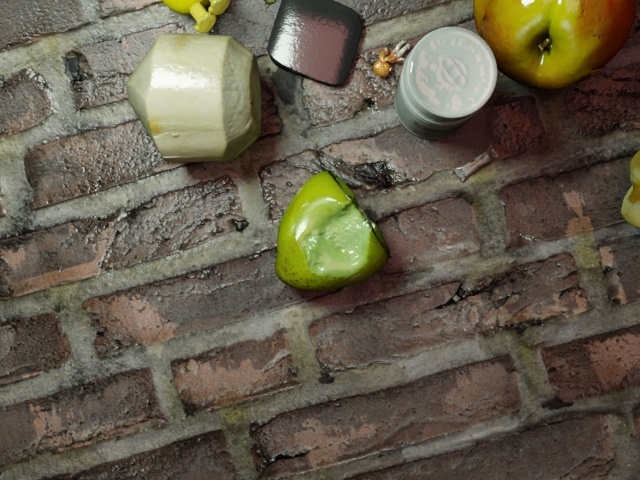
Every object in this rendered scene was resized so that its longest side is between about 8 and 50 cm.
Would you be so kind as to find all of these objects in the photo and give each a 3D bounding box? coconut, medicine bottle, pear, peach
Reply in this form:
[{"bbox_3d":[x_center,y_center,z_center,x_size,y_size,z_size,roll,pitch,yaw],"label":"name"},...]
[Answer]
[{"bbox_3d":[-0.288,-0.324,1.635,0.322,0.323,0.323,0,91,2],"label":"coconut"},{"bbox_3d":[0.266,-0.337,1.584,0.189,0.332,0.190,0,91,2],"label":"medicine bottle"},{"bbox_3d":[0.000,0.000,1.692,0.292,0.159,0.293,0,93,5],"label":"pear"},{"bbox_3d":[0.520,-0.524,1.585,0.369,0.370,0.370,0,91,2],"label":"peach"}]

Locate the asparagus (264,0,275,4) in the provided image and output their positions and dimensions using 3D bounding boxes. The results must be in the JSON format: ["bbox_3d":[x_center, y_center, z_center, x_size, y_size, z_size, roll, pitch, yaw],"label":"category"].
[{"bbox_3d":[-0.148,-0.663,1.743,0.045,0.041,0.179,-21,91,11],"label":"asparagus"}]

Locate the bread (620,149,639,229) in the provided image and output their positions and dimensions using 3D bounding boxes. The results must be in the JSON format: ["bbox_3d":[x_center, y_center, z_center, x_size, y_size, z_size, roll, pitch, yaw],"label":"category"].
[{"bbox_3d":[0.861,-0.108,1.630,0.341,0.210,0.301,35,114,8],"label":"bread"}]

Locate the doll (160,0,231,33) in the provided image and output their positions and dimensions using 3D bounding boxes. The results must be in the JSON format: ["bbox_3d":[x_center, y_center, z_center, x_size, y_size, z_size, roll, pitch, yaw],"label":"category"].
[{"bbox_3d":[-0.322,-0.642,1.670,0.199,0.145,0.363,-42,67,20],"label":"doll"}]

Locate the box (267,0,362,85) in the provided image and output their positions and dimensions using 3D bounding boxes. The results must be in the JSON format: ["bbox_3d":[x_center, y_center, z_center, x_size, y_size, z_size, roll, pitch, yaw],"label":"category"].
[{"bbox_3d":[-0.013,-0.491,1.739,0.212,0.042,0.201,19,91,1],"label":"box"}]

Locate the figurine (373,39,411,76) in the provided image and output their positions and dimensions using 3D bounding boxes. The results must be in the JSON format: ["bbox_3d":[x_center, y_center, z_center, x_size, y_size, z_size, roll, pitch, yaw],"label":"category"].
[{"bbox_3d":[0.171,-0.443,1.734,0.109,0.047,0.064,-47,60,-4],"label":"figurine"}]

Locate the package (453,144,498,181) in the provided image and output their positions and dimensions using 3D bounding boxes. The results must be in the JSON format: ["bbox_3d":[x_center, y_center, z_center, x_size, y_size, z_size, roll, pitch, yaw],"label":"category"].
[{"bbox_3d":[0.377,-0.187,1.741,0.110,0.015,0.037,-34,95,4],"label":"package"}]
